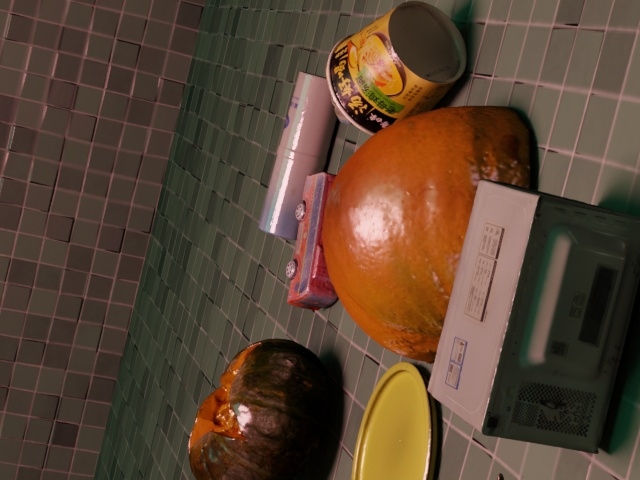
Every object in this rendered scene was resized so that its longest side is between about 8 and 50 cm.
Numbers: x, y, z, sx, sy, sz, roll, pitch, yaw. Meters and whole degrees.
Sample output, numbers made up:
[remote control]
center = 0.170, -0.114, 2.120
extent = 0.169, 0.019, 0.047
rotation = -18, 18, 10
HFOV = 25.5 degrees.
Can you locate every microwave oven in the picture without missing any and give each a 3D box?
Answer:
[microwave oven]
center = 0.195, 0.064, 1.246
extent = 0.162, 0.122, 0.208
rotation = -150, 72, -72

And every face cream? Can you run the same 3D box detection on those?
[face cream]
center = -0.029, -0.129, 2.164
extent = 0.077, 0.077, 0.250
rotation = -143, 67, -71

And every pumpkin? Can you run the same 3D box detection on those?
[pumpkin]
center = -0.075, 0.249, 1.923
extent = 0.238, 0.159, 0.238
rotation = -53, 13, 18

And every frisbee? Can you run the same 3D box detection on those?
[frisbee]
center = 0.085, 0.256, 1.645
extent = 0.236, 0.017, 0.236
rotation = -168, 90, -74

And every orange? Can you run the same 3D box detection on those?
[orange]
center = 0.127, -0.013, 1.576
extent = 0.310, 0.274, 0.274
rotation = -17, 57, 35

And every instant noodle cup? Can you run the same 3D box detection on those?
[instant noodle cup]
center = 0.097, -0.214, 1.726
extent = 0.122, 0.151, 0.151
rotation = -41, 40, 53

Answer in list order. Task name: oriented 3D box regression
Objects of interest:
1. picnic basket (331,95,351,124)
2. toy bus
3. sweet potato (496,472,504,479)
[picnic basket]
center = 0.053, -0.188, 1.982
extent = 0.083, 0.083, 0.065
rotation = -39, -28, -50
[toy bus]
center = 0.000, 0.000, 2.014
extent = 0.077, 0.065, 0.192
rotation = -17, 62, 63
[sweet potato]
center = 0.154, 0.277, 1.360
extent = 0.049, 0.049, 0.117
rotation = -134, 61, -70
